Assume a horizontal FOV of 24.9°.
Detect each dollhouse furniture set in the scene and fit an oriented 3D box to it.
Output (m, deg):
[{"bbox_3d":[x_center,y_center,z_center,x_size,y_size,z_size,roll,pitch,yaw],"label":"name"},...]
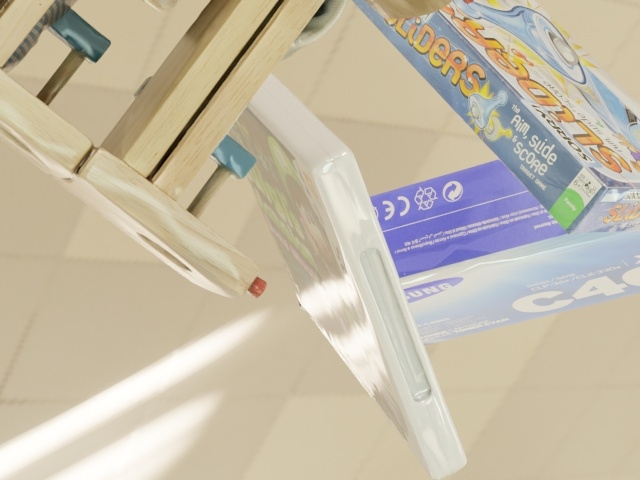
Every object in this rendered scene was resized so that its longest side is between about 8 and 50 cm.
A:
[{"bbox_3d":[-0.059,-0.072,0.511,0.129,0.183,0.129,39,81,-16],"label":"dollhouse furniture set"}]

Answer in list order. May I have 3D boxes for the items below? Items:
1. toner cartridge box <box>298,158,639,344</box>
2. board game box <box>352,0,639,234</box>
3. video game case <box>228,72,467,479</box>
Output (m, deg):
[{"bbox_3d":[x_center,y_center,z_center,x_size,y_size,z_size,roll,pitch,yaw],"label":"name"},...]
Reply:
[{"bbox_3d":[0.169,-0.004,1.062,0.347,0.075,0.165,-16,156,24],"label":"toner cartridge box"},{"bbox_3d":[0.119,-0.085,0.814,0.136,0.201,0.035,-4,137,-50],"label":"board game box"},{"bbox_3d":[0.000,0.000,0.691,0.022,0.190,0.173,-26,120,-8],"label":"video game case"}]
